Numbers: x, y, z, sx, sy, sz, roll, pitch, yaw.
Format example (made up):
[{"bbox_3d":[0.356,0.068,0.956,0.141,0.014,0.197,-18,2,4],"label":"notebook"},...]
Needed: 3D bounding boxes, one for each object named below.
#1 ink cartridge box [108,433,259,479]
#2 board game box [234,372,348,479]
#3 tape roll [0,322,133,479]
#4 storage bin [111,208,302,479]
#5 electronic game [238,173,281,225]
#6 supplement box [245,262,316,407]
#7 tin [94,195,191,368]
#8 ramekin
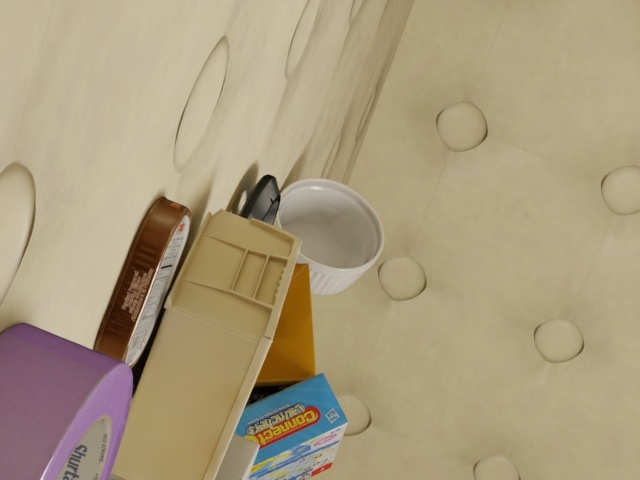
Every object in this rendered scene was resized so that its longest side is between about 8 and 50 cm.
[{"bbox_3d":[-0.206,0.366,1.607,0.171,0.168,0.233,-63,173,-60],"label":"ink cartridge box"},{"bbox_3d":[-0.122,0.342,1.902,0.302,0.086,0.308,-24,161,-13],"label":"board game box"},{"bbox_3d":[-0.241,0.205,0.947,0.275,0.090,0.275,22,90,-85],"label":"tape roll"},{"bbox_3d":[-0.134,0.134,1.469,0.260,0.123,0.262,-73,-175,-63],"label":"storage bin"},{"bbox_3d":[-0.115,0.011,1.792,0.229,0.048,0.229,23,90,-87],"label":"electronic game"},{"bbox_3d":[-0.082,0.160,1.964,0.194,0.129,0.191,101,-13,-67],"label":"supplement box"},{"bbox_3d":[-0.181,0.048,1.272,0.106,0.040,0.190,-67,178,-87],"label":"tin"},{"bbox_3d":[0.000,0.000,2.205,0.109,0.207,0.207,-59,-176,47],"label":"ramekin"}]
